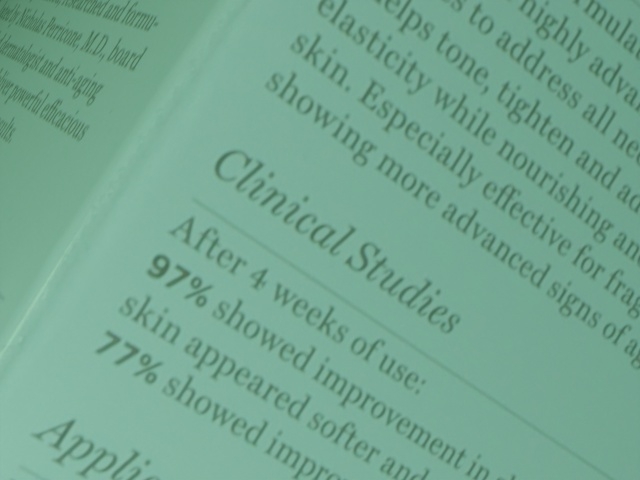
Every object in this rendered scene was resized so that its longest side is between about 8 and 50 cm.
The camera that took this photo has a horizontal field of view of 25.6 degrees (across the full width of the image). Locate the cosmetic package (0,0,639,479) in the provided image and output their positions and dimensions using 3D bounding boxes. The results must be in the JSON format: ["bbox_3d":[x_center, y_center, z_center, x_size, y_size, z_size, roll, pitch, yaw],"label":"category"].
[{"bbox_3d":[0.000,0.000,0.689,0.393,0.329,0.327,-56,27,-3],"label":"cosmetic package"}]
